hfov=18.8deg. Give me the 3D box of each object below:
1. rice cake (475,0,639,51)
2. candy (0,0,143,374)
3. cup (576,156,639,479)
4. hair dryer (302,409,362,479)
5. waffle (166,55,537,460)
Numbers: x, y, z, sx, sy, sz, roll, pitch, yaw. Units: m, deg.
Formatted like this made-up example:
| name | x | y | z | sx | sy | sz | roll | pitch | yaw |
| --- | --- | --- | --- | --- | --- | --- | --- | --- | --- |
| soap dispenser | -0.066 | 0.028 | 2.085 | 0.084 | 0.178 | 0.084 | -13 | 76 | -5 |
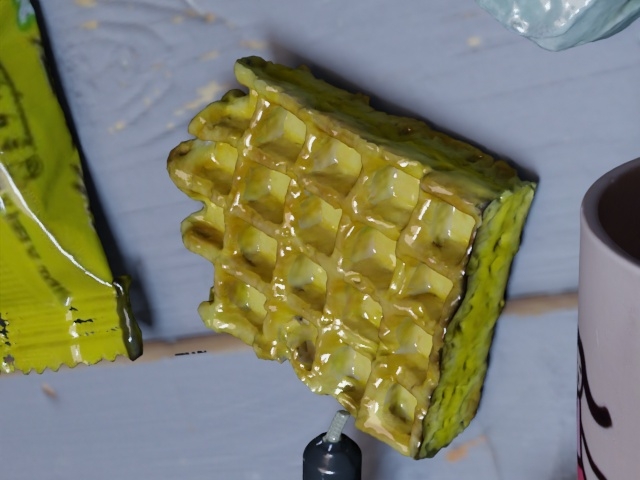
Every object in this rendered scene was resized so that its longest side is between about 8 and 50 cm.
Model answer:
| name | x | y | z | sx | sy | sz | roll | pitch | yaw |
| --- | --- | --- | --- | --- | --- | --- | --- | --- | --- |
| rice cake | 0.065 | -0.164 | 0.894 | 0.206 | 0.069 | 0.063 | 43 | 128 | 20 |
| candy | -0.207 | -0.061 | 1.155 | 0.187 | 0.081 | 0.297 | -9 | 98 | 44 |
| cup | 0.196 | 0.094 | 0.752 | 0.191 | 0.253 | 0.200 | 0 | 112 | 2 |
| hair dryer | 0.015 | 0.182 | 1.033 | 0.124 | 0.071 | 0.219 | 22 | 128 | 33 |
| waffle | 0.000 | 0.000 | 1.013 | 0.211 | 0.055 | 0.160 | 29 | 122 | 31 |
